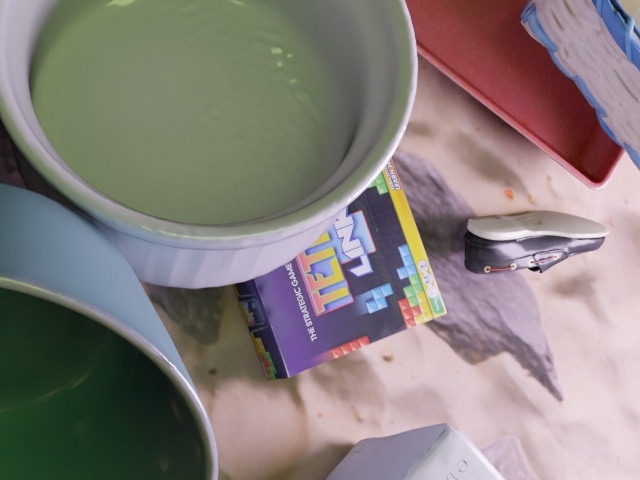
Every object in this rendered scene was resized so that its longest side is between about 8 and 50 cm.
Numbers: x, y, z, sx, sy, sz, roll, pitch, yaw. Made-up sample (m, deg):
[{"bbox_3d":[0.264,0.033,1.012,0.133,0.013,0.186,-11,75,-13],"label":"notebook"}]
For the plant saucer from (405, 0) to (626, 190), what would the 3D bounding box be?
[{"bbox_3d":[0.178,-0.211,1.255,0.258,0.047,0.259,36,72,-15],"label":"plant saucer"}]

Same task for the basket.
[{"bbox_3d":[0.299,-0.175,1.118,0.201,0.289,0.255,-43,102,-22],"label":"basket"}]

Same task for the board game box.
[{"bbox_3d":[0.000,0.000,1.153,0.141,0.048,0.170,-21,92,-25],"label":"board game box"}]

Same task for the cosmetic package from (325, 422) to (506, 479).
[{"bbox_3d":[0.120,0.342,1.099,0.385,0.156,0.217,46,64,-10],"label":"cosmetic package"}]

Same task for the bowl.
[{"bbox_3d":[-0.219,0.085,0.945,0.311,0.312,0.163,19,35,-20],"label":"bowl"}]

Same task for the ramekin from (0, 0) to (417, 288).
[{"bbox_3d":[-0.084,-0.102,1.046,0.277,0.135,0.277,4,68,-10],"label":"ramekin"}]

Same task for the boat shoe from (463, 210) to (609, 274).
[{"bbox_3d":[0.170,0.002,1.230,0.133,0.049,0.042,-5,113,-30],"label":"boat shoe"}]
